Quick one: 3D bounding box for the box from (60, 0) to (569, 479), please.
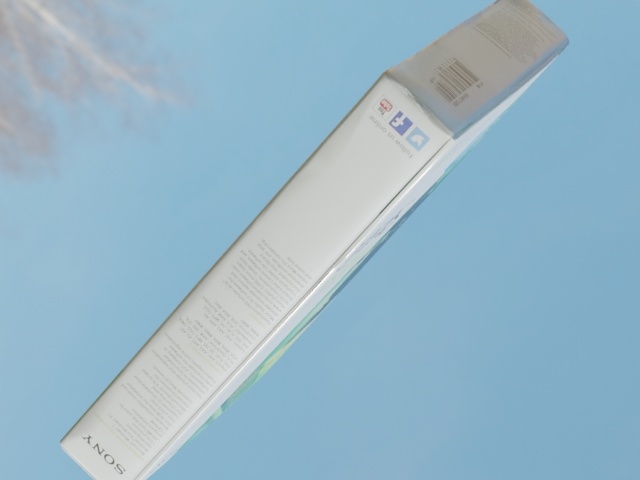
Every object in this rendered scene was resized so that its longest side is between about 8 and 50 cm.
[{"bbox_3d":[0.000,0.000,1.165,0.322,0.058,0.232,-46,176,29],"label":"box"}]
